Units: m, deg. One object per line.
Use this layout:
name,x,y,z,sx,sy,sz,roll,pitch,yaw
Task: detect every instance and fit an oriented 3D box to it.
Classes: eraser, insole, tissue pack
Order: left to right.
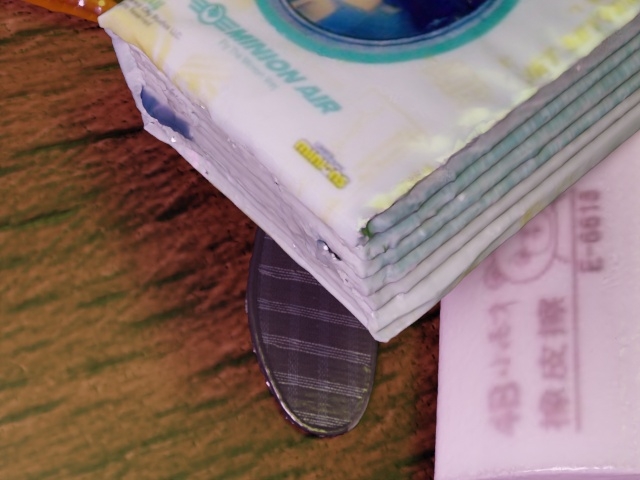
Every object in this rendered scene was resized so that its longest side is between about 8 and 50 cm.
insole,0.000,0.000,1.043,0.110,0.012,0.309,11,66,-15
tissue pack,0.086,-0.154,0.974,0.388,0.162,0.287,-38,60,-17
eraser,0.175,0.054,1.006,0.095,0.174,0.270,36,51,-53

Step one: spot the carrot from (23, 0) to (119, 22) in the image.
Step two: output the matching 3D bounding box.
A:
carrot,-0.297,-0.238,1.003,0.336,0.069,0.069,28,62,-16
